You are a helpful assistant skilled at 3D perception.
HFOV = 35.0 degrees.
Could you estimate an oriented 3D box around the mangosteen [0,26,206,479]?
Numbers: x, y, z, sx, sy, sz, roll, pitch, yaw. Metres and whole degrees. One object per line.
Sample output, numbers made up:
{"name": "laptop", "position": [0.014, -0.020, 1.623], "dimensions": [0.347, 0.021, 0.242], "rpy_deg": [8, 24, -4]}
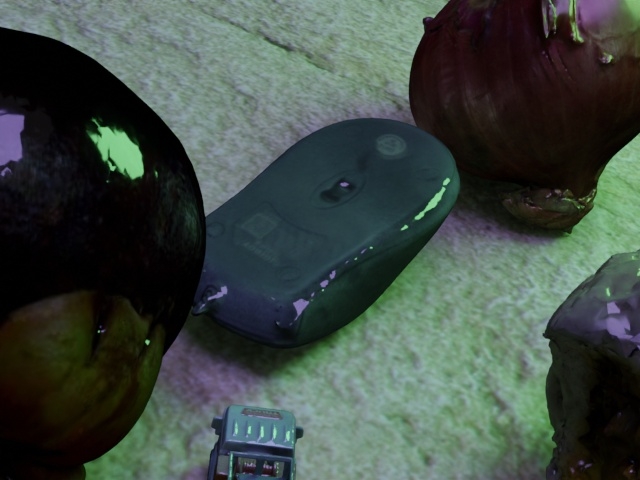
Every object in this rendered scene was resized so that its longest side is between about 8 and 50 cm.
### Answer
{"name": "mangosteen", "position": [-0.277, 0.047, 0.779], "dimensions": [0.382, 0.382, 0.435], "rpy_deg": [-2, 78, -17]}

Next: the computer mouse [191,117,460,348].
{"name": "computer mouse", "position": [0.000, 0.000, 1.068], "dimensions": [0.188, 0.122, 0.371], "rpy_deg": [30, 48, 28]}

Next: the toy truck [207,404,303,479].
{"name": "toy truck", "position": [-0.052, 0.201, 0.796], "dimensions": [0.080, 0.115, 0.178], "rpy_deg": [7, 36, -6]}

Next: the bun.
{"name": "bun", "position": [0.304, 0.137, 0.882], "dimensions": [0.281, 0.281, 0.205], "rpy_deg": [3, 4, -11]}

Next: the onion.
{"name": "onion", "position": [0.274, -0.216, 1.246], "dimensions": [0.353, 0.353, 0.353], "rpy_deg": [7, 37, -6]}
